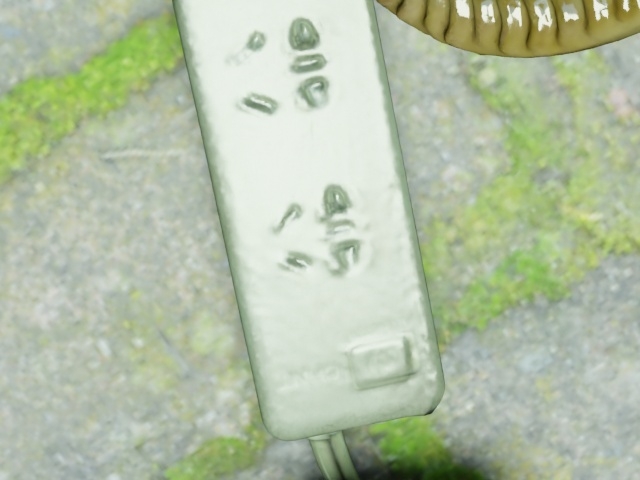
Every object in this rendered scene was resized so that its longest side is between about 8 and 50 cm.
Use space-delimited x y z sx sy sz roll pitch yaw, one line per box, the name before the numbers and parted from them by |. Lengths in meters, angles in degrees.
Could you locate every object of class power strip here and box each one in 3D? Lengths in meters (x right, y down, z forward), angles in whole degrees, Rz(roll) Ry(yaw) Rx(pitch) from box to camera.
power strip | 0.000 0.000 0.736 0.093 0.053 0.288 -12 105 -1

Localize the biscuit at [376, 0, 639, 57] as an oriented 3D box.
biscuit | 0.092 -0.195 0.602 0.079 0.259 0.259 0 110 -49
